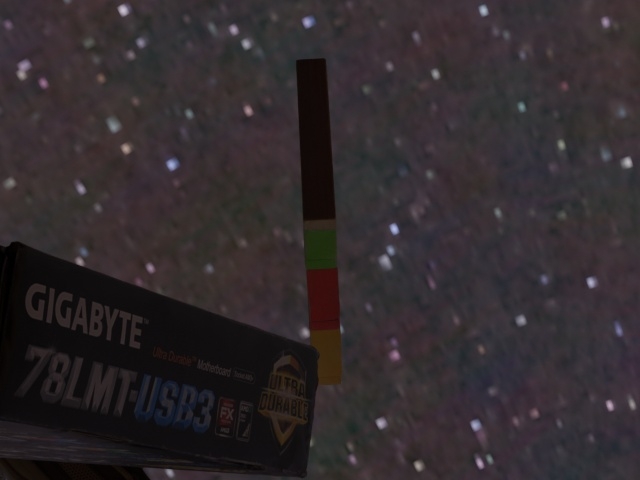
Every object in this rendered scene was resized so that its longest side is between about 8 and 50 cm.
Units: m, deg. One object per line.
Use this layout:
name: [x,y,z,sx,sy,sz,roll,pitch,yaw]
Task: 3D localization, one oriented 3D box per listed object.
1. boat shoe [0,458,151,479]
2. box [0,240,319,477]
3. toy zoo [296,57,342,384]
boat shoe: [-0.199,0.199,1.663,0.130,0.132,0.355,-36,-100,-24]
box: [-0.188,0.052,0.849,0.296,0.293,0.073,2,-99,23]
toy zoo: [0.000,0.000,1.824,0.030,0.293,0.192,-3,-129,0]
